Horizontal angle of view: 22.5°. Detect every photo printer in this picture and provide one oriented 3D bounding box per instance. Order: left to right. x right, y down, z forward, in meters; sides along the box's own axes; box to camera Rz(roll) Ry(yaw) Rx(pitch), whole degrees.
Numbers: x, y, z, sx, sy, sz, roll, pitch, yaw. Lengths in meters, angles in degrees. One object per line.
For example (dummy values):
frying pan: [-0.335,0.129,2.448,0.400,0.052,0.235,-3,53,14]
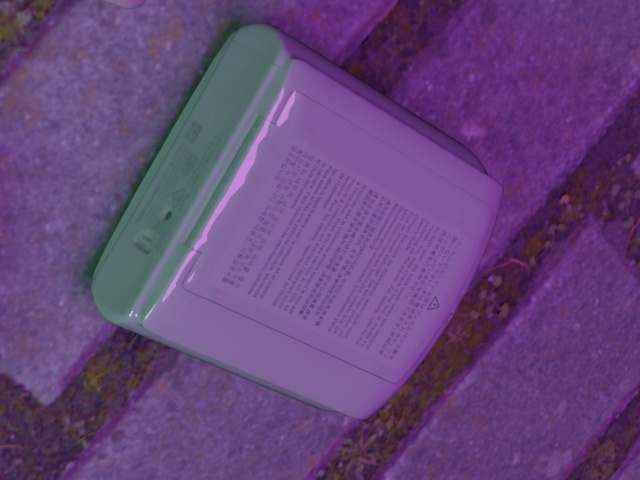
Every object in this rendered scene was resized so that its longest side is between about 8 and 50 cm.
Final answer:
photo printer: [0.000,0.000,1.297,0.307,0.107,0.256,26,95,-41]

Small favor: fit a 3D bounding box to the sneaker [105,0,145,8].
sneaker: [-0.236,-0.267,1.002,0.350,0.131,0.148,17,94,-45]
